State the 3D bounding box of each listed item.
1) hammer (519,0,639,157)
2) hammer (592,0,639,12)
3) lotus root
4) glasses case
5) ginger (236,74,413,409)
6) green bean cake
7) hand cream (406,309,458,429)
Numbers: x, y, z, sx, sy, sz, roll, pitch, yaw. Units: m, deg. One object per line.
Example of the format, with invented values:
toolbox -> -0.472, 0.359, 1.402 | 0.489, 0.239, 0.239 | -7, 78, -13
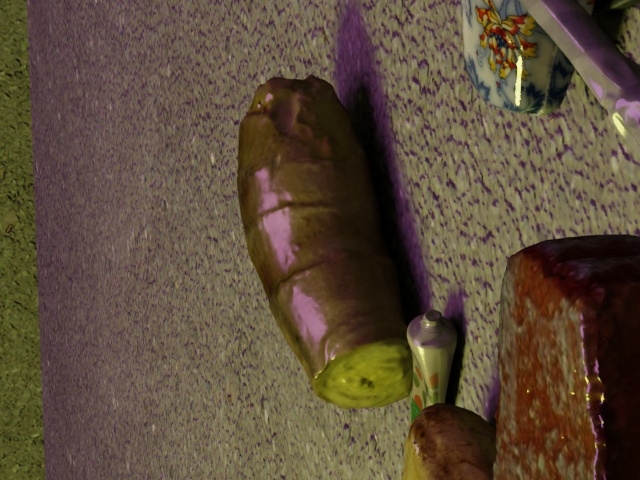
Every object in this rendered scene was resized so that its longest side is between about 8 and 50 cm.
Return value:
hammer -> 0.140, -0.093, 0.916 | 0.427, 0.044, 0.152 | 54, 143, 32
hammer -> 0.159, -0.225, 1.019 | 0.062, 0.013, 0.199 | -164, 69, -71
lotus root -> 0.109, 0.191, 1.164 | 0.258, 0.097, 0.110 | -109, 20, -53
glasses case -> 0.119, -0.189, 1.019 | 0.087, 0.065, 0.248 | -134, 43, -53
ginger -> 0.000, 0.000, 1.434 | 0.109, 0.116, 0.263 | 30, -142, -60
green bean cake -> 0.164, 0.122, 0.963 | 0.198, 0.097, 0.233 | -142, 49, -68
hand cream -> 0.077, 0.115, 1.350 | 0.057, 0.037, 0.165 | -115, 20, -47
